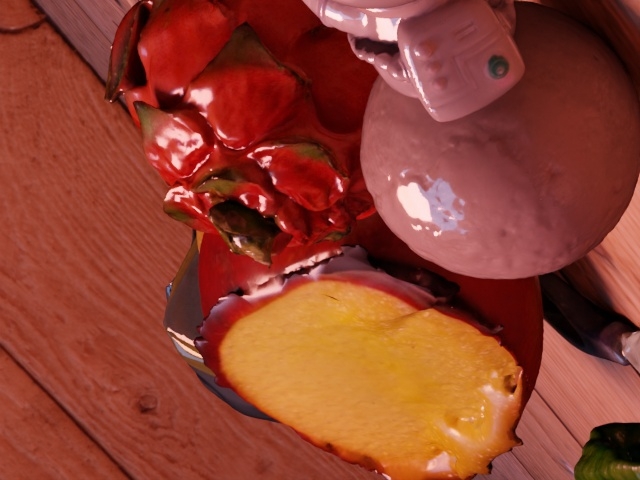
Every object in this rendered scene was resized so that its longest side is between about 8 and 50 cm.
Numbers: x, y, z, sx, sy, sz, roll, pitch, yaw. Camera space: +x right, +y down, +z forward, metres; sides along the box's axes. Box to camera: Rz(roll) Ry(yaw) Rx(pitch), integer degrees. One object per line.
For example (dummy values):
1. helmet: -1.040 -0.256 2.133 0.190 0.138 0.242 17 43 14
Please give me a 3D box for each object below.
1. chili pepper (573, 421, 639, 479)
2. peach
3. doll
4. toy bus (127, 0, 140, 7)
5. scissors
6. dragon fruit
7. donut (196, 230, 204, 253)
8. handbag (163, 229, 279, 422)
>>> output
1. chili pepper: 0.244 0.177 1.426 0.257 0.100 0.074 145 117 -87
2. peach: 0.057 0.038 1.443 0.257 0.201 0.362 -5 144 25
3. doll: 0.057 -0.101 0.886 0.151 0.151 0.287 41 169 46
4. toy bus: -0.116 -0.236 1.450 0.138 0.097 0.342 54 175 -1
5. scissors: 0.250 0.094 1.328 0.256 0.029 0.383 46 173 3
6. dragon fruit: -0.025 -0.112 1.142 0.193 0.274 0.192 7 161 -23
7. donut: 0.000 0.000 1.636 0.128 0.208 0.261 42 168 44
8. handbag: -0.032 0.056 1.961 0.222 0.263 0.241 21 167 7
